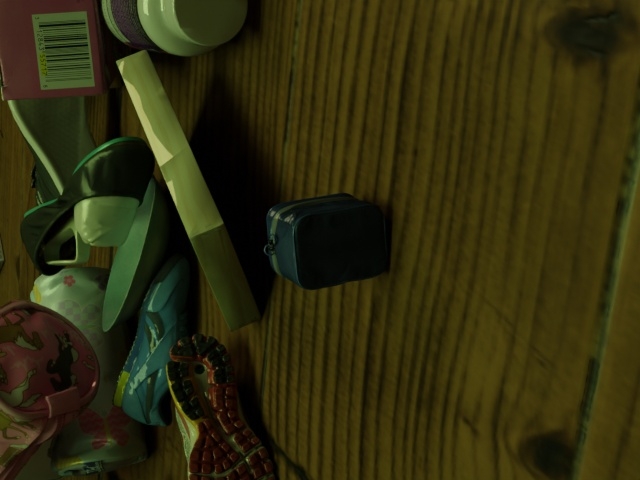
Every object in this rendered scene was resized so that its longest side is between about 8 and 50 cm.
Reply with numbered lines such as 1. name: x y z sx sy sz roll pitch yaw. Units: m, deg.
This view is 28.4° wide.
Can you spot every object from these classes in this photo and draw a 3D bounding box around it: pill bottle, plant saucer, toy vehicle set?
1. pill bottle: -0.150 -0.246 1.308 0.193 0.108 0.108 22 113 61
2. plant saucer: -0.212 0.019 1.502 0.195 0.037 0.195 -163 90 -74
3. toy vehicle set: -0.137 -0.053 1.307 0.166 0.035 0.267 73 172 -51

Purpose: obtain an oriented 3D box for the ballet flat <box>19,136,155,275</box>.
1. ballet flat: -0.273 -0.028 1.514 0.280 0.095 0.096 -32 63 50

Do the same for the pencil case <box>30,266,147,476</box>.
1. pencil case: -0.301 0.170 1.645 0.113 0.124 0.273 50 -150 -73

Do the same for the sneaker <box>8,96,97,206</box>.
1. sneaker: -0.359 -0.133 1.678 0.147 0.104 0.296 -15 100 61

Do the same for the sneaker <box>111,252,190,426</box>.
1. sneaker: -0.174 0.118 1.470 0.082 0.069 0.209 23 105 13

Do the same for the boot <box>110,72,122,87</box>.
1. boot: -0.325 -0.356 1.699 0.264 0.096 0.281 26 123 51

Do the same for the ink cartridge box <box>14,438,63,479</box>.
1. ink cartridge box: -0.457 0.234 1.877 0.283 0.117 0.207 -160 54 -69

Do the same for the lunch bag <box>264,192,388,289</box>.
1. lunch bag: 0.000 0.000 1.059 0.065 0.098 0.067 -154 59 -63

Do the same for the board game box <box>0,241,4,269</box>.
1. board game box: -0.624 0.029 2.360 0.154 0.026 0.103 -53 47 52

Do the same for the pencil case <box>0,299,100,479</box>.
1. pencil case: -0.415 0.233 1.567 0.386 0.167 0.160 -48 11 41

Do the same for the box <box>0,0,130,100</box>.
1. box: -0.300 -0.291 1.463 0.243 0.117 0.214 -97 4 -72

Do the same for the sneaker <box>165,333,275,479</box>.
1. sneaker: -0.102 0.214 1.326 0.093 0.088 0.225 101 157 -70
